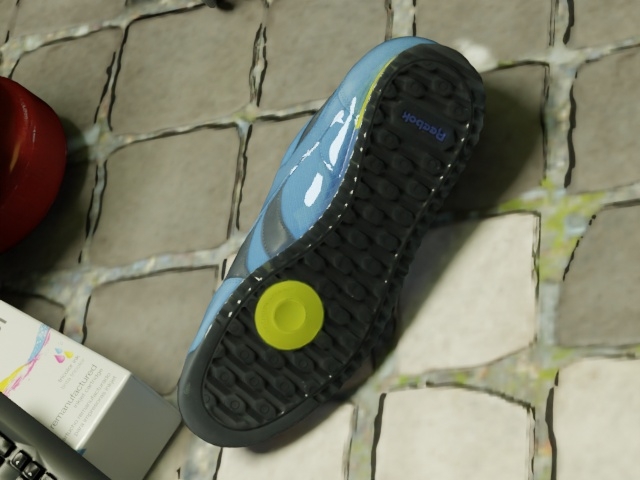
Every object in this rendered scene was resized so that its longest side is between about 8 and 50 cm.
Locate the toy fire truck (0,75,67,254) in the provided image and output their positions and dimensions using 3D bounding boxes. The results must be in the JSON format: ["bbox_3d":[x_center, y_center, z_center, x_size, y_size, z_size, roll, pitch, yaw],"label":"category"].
[{"bbox_3d":[-0.300,-0.021,0.886,0.302,0.169,0.254,27,84,39],"label":"toy fire truck"}]

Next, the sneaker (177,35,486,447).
[{"bbox_3d":[0.000,0.000,0.779,0.209,0.069,0.082,-59,19,-5],"label":"sneaker"}]

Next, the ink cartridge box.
[{"bbox_3d":[-0.141,0.086,0.796,0.122,0.052,0.088,23,73,38],"label":"ink cartridge box"}]

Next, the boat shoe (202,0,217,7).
[{"bbox_3d":[-0.107,-0.209,0.897,0.500,0.187,0.156,7,68,37],"label":"boat shoe"}]

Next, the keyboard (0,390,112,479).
[{"bbox_3d":[-0.107,0.148,0.703,0.192,0.038,0.100,35,83,17],"label":"keyboard"}]
